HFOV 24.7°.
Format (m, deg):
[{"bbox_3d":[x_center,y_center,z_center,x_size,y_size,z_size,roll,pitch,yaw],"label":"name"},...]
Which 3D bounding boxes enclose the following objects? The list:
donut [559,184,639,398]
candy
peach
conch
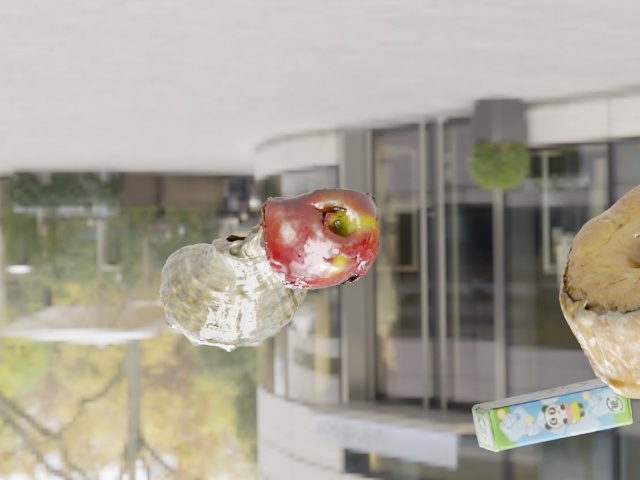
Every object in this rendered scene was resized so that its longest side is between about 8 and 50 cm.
[{"bbox_3d":[0.418,0.038,1.570,0.317,0.150,0.299,-36,-150,1],"label":"donut"},{"bbox_3d":[0.308,0.230,1.938,0.194,0.062,0.097,-10,179,-8],"label":"candy"},{"bbox_3d":[-0.001,0.006,1.544,0.127,0.092,0.172,-6,163,-9],"label":"peach"},{"bbox_3d":[-0.110,0.073,2.057,0.210,0.159,0.291,3,167,-26],"label":"conch"}]
